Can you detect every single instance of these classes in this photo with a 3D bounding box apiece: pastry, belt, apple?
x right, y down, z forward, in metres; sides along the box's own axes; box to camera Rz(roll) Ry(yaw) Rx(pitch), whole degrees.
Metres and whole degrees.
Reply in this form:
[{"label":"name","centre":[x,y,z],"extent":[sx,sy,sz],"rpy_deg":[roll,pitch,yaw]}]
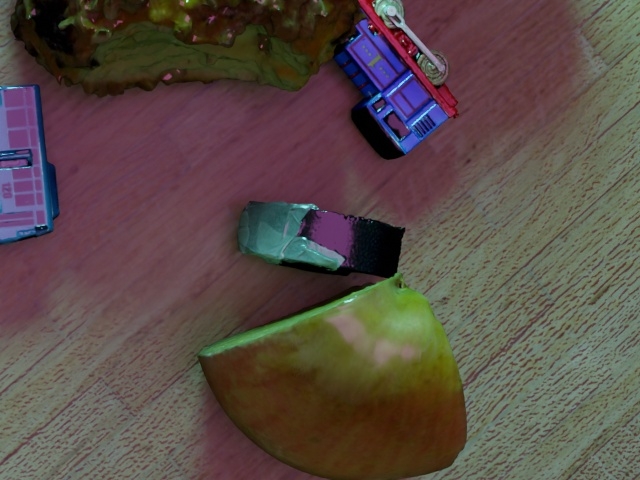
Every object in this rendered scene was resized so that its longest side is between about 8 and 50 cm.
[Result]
[{"label":"pastry","centre":[-0.149,-0.341,1.705],"extent":[0.405,0.292,0.337],"rpy_deg":[-2,81,-4]},{"label":"belt","centre":[0.000,0.000,1.816],"extent":[0.198,0.151,0.078],"rpy_deg":[10,89,-6]},{"label":"apple","centre":[0.028,0.151,1.747],"extent":[0.314,0.309,0.252],"rpy_deg":[26,86,-11]}]

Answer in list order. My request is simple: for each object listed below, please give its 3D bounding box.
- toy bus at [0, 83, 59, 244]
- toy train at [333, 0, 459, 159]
[{"label":"toy bus","centre":[-0.360,-0.085,1.758],"extent":[0.106,0.090,0.184],"rpy_deg":[-6,92,-16]},{"label":"toy train","centre":[0.076,-0.211,1.866],"extent":[0.131,0.083,0.204],"rpy_deg":[-41,99,-8]}]
